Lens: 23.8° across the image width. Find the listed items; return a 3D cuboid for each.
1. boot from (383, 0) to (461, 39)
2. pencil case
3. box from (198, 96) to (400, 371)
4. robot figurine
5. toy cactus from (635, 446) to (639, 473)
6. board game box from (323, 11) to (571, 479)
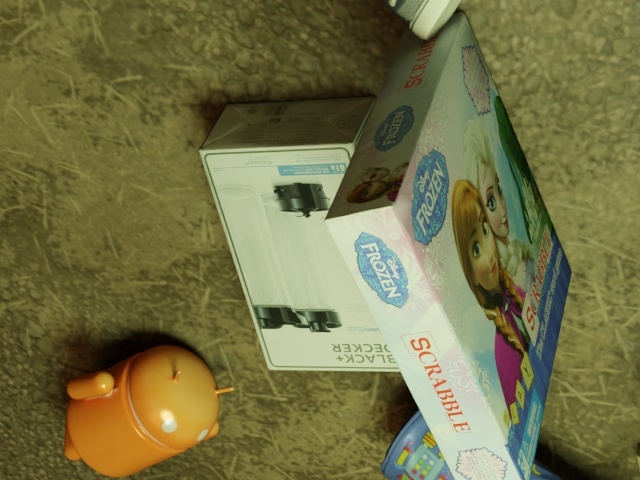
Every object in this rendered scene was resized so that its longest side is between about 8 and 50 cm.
[{"bbox_3d":[0.109,-0.270,1.321,0.086,0.069,0.190,40,122,8],"label":"boot"},{"bbox_3d":[0.217,0.287,1.643,0.306,0.133,0.119,36,148,14],"label":"pencil case"},{"bbox_3d":[0.000,0.000,1.558,0.169,0.087,0.290,0,127,20],"label":"box"},{"bbox_3d":[-0.208,0.198,1.761,0.219,0.128,0.158,-27,101,34],"label":"robot figurine"},{"bbox_3d":[0.389,0.309,1.668,0.219,0.112,0.180,-13,112,37],"label":"toy cactus"},{"bbox_3d":[0.130,0.009,1.368,0.066,0.319,0.318,-12,123,25],"label":"board game box"}]
